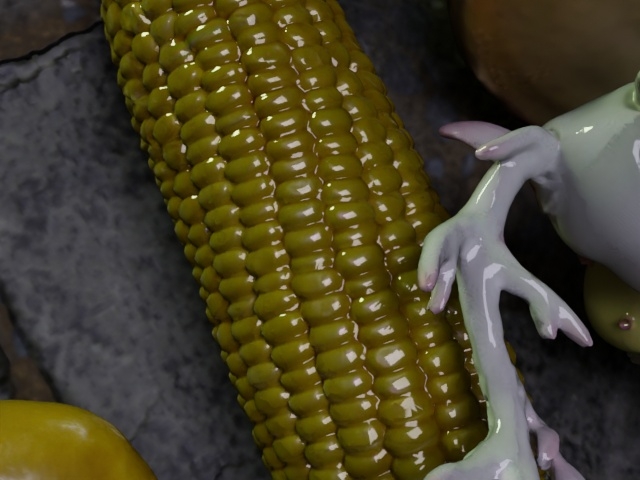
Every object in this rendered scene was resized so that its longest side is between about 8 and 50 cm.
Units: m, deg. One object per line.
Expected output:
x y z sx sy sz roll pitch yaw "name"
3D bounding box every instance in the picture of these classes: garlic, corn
0.226 -0.105 0.567 0.339 0.196 0.151 24 91 -2 "garlic"
0.000 0.000 0.505 0.144 0.144 0.387 -20 86 -20 "corn"

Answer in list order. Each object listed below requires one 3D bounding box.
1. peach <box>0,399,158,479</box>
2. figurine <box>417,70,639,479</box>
-0.140 0.161 0.439 0.179 0.103 0.179 1 67 -3 "peach"
0.187 0.023 0.448 0.316 0.206 0.284 28 36 -31 "figurine"
